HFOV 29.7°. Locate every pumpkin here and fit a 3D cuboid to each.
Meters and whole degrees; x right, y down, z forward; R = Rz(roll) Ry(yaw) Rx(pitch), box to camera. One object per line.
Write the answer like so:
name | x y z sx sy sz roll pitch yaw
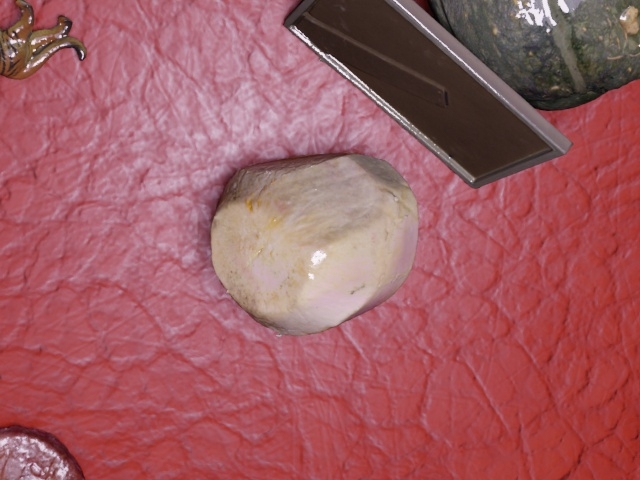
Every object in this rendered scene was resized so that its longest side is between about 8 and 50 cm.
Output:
pumpkin | 0.287 -0.291 1.319 0.327 0.291 0.257 -27 106 9

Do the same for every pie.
pie | -0.369 0.309 1.441 0.182 0.049 0.182 -1 98 -8

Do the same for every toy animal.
toy animal | -0.387 -0.244 1.376 0.241 0.057 0.099 24 100 -10

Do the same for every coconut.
coconut | 0.000 0.000 1.364 0.237 0.237 0.197 -10 94 -5

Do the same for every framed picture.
framed picture | 0.109 -0.179 1.347 0.315 0.232 0.024 39 73 -10
